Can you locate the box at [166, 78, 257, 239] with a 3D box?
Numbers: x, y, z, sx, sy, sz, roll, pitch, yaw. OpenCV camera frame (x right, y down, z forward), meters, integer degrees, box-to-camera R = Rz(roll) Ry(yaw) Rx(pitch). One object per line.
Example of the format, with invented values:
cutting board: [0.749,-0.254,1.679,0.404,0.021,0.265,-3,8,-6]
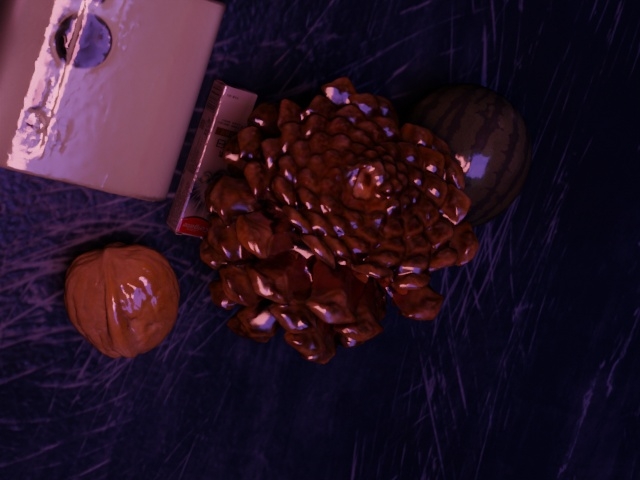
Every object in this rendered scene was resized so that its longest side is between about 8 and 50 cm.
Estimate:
box: [-0.151,-0.111,1.549,0.055,0.039,0.218,12,103,-32]

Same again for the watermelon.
watermelon: [0.205,-0.126,1.632,0.212,0.212,0.212,-10,113,-24]

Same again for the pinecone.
pinecone: [0.000,0.000,1.502,0.384,0.384,0.384,-10,113,-24]

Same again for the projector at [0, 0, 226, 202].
projector: [-0.280,-0.210,1.318,0.248,0.248,0.249,13,103,-31]

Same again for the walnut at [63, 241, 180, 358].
walnut: [-0.266,0.080,1.506,0.166,0.149,0.167,-1,125,-1]
